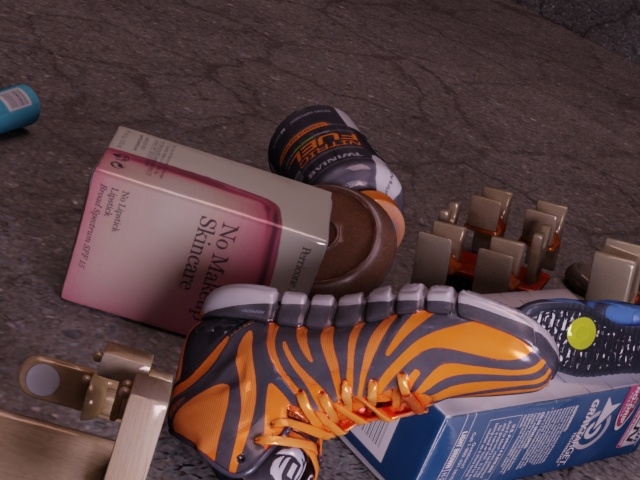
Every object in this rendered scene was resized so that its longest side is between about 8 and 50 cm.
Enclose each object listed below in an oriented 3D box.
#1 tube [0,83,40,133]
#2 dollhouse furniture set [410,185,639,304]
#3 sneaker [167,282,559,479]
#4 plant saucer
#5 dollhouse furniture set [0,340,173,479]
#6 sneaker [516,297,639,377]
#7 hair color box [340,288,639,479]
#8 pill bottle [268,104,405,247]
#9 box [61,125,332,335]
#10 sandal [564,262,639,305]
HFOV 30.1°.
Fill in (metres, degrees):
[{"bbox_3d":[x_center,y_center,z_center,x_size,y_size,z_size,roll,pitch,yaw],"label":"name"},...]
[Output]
[{"bbox_3d":[-0.418,-0.139,1.396,0.080,0.052,0.207,24,28,22],"label":"tube"},{"bbox_3d":[0.254,0.048,1.457,0.259,0.135,0.262,16,20,20],"label":"dollhouse furniture set"},{"bbox_3d":[0.023,0.136,0.938,0.321,0.124,0.180,-2,52,29],"label":"sneaker"},{"bbox_3d":[0.000,0.000,1.309,0.168,0.029,0.168,-3,57,5],"label":"plant saucer"},{"bbox_3d":[-0.177,0.136,0.800,0.123,0.144,0.151,17,8,-6],"label":"dollhouse furniture set"},{"bbox_3d":[0.260,0.089,1.145,0.209,0.069,0.082,7,9,-25],"label":"sneaker"},{"bbox_3d":[0.170,0.140,1.159,0.347,0.105,0.174,-2,33,-41],"label":"hair color box"},{"bbox_3d":[0.025,-0.065,1.471,0.130,0.130,0.245,9,25,-23],"label":"pill bottle"},{"bbox_3d":[-0.119,0.004,1.179,0.232,0.148,0.127,17,24,-5],"label":"box"},{"bbox_3d":[0.439,0.054,1.626,0.219,0.060,0.090,13,24,-16],"label":"sandal"}]
